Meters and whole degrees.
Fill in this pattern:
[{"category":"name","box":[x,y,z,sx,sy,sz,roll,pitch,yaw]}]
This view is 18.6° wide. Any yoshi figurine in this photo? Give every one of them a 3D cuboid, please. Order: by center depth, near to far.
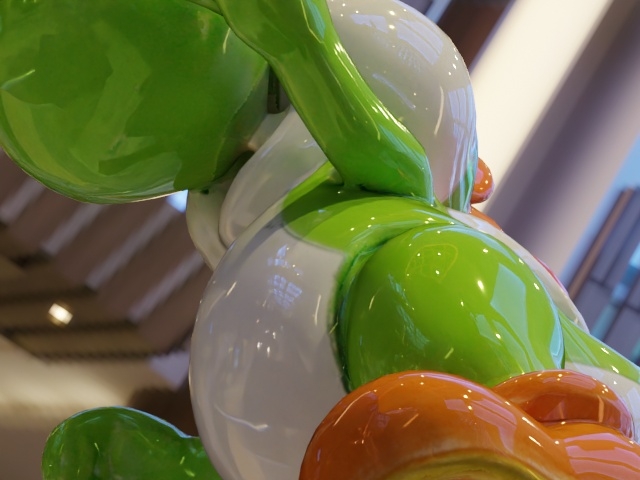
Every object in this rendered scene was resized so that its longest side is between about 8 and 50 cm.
[{"category":"yoshi figurine","box":[-0.028,0.003,0.614,0.203,0.204,0.362,57,10,-38]}]
